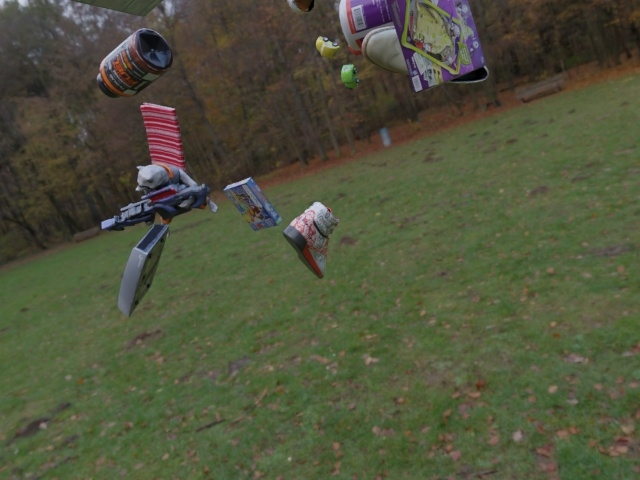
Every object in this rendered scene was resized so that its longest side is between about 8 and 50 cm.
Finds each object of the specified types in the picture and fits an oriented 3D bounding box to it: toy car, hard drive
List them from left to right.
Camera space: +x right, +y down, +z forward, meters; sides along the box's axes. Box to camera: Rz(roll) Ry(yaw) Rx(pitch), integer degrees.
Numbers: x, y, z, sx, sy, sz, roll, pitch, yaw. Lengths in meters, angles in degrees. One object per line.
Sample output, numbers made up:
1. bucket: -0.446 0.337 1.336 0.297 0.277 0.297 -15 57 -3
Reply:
1. hard drive: -0.513 0.082 1.517 0.172 0.054 0.254 -74 10 -56
2. toy car: 0.102 -0.703 2.092 0.239 0.224 0.053 6 46 27

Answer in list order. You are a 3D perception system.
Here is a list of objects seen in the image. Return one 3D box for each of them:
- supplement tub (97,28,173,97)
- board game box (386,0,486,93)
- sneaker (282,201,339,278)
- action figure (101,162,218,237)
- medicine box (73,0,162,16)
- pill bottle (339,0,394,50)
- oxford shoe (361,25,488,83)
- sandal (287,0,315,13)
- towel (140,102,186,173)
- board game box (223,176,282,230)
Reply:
1. supplement tub: -0.438 -0.400 1.223 0.198 0.105 0.106 -17 9 39
2. board game box: 0.241 -0.530 1.196 0.056 0.346 0.208 -23 10 -21
3. sneaker: 0.001 0.000 1.452 0.145 0.270 0.090 -45 59 -9
4. action figure: -0.504 -0.129 1.643 0.342 0.178 0.330 -16 -22 -3
5. medicine box: -0.655 -0.880 1.722 0.289 0.149 0.264 -7 -1 -45
6. pill bottle: 0.237 -0.771 1.771 0.323 0.181 0.181 -10 13 21
7. oxford shoe: 0.322 -0.552 1.574 0.398 0.140 0.146 2 27 -16
8. sandal: -0.066 -0.927 2.027 0.102 0.076 0.265 12 -4 -20
9. towel: -0.546 -0.332 1.840 0.199 0.274 0.031 19 34 37
10. board game box: -0.248 -0.129 1.935 0.136 0.201 0.035 -11 34 42
